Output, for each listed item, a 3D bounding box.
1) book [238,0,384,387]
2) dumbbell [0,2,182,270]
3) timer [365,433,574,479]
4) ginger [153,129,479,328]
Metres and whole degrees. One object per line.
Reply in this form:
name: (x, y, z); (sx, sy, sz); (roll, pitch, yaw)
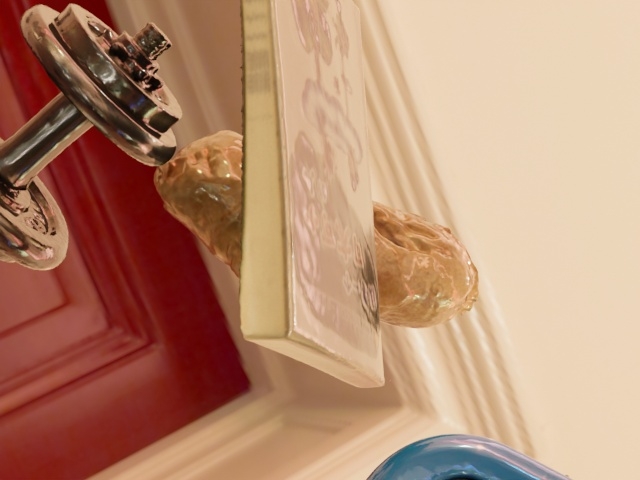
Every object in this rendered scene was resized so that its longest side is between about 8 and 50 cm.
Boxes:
book: (-0.003, -0.077, 1.020); (0.043, 0.260, 0.371); (-8, -106, 18)
dumbbell: (-0.254, -0.096, 1.136); (0.192, 0.290, 0.192); (48, 6, -7)
timer: (0.135, 0.352, 1.035); (0.309, 0.340, 0.115); (27, -12, 9)
ginger: (0.000, 0.000, 1.230); (0.190, 0.354, 0.126); (-96, -151, -56)
